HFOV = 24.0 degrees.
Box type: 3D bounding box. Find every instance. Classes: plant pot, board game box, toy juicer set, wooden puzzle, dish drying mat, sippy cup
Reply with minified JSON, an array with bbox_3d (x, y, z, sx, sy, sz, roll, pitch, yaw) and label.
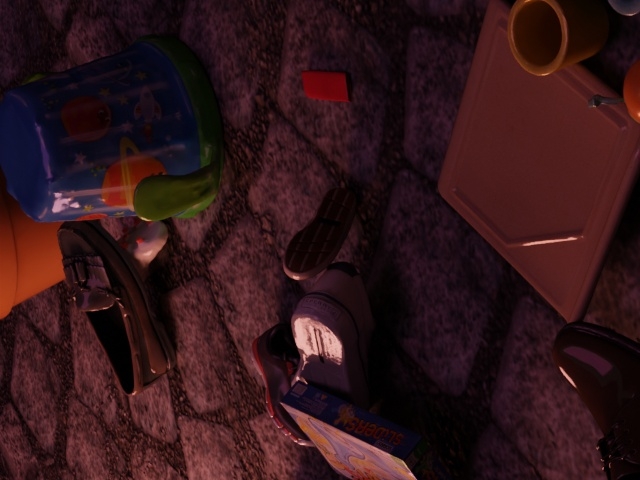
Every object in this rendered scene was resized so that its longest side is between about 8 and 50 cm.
[{"bbox_3d":[-0.472,-0.027,2.244,0.291,0.203,0.291,28,125,50],"label":"plant pot"},{"bbox_3d":[0.059,0.228,1.597,0.201,0.035,0.136,18,151,49],"label":"board game box"},{"bbox_3d":[0.257,-0.227,1.104,0.209,0.089,0.329,48,136,35],"label":"toy juicer set"},{"bbox_3d":[0.196,-0.072,1.330,0.238,0.044,0.221,53,143,39],"label":"wooden puzzle"},{"bbox_3d":[0.007,-0.166,1.615,0.083,0.008,0.032,13,114,54],"label":"dish drying mat"},{"bbox_3d":[-0.273,-0.124,1.869,0.305,0.224,0.240,-16,89,59],"label":"sippy cup"}]

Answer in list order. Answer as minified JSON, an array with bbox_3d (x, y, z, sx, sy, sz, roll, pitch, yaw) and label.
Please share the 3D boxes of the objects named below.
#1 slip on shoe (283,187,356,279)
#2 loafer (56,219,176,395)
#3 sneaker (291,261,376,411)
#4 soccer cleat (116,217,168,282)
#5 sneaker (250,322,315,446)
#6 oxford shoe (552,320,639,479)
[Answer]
[{"bbox_3d":[0.000,0.000,1.593,0.051,0.135,0.041,17,137,11],"label":"slip on shoe"},{"bbox_3d":[-0.283,0.091,2.028,0.096,0.084,0.267,-4,123,42],"label":"loafer"},{"bbox_3d":[0.026,0.121,1.639,0.094,0.091,0.258,26,150,16],"label":"sneaker"},{"bbox_3d":[-0.257,0.024,2.070,0.076,0.068,0.196,39,140,-21],"label":"soccer cleat"},{"bbox_3d":[-0.032,0.167,1.773,0.158,0.061,0.065,60,139,22],"label":"sneaker"},{"bbox_3d":[0.263,0.157,1.244,0.227,0.096,0.083,48,143,27],"label":"oxford shoe"}]
